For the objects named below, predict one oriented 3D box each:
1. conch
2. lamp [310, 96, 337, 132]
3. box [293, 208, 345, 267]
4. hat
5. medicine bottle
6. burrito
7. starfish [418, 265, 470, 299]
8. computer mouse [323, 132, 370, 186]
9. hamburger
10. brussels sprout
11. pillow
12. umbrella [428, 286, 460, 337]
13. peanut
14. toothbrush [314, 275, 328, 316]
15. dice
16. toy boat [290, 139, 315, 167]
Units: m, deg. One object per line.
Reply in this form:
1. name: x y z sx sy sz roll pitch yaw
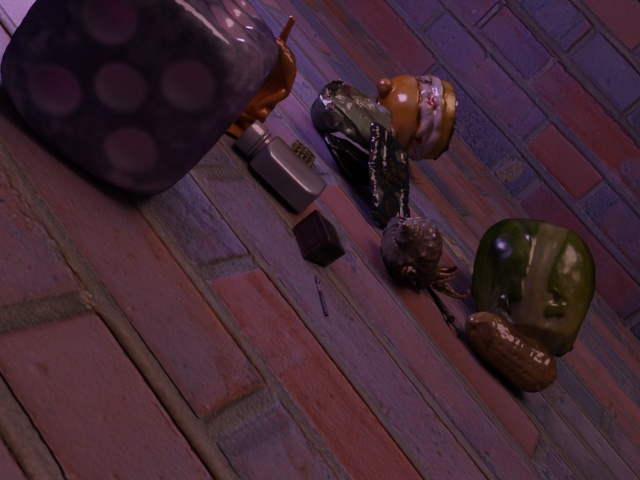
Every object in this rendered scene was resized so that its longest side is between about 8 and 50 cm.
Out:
1. conch: 0.192 0.022 1.552 0.207 0.130 0.155 60 10 -48
2. lamp: 0.026 -0.322 1.876 0.105 0.105 0.105 39 22 -20
3. box: 0.000 0.000 1.325 0.063 0.060 0.084 38 21 -43
4. hat: -0.136 -0.356 1.452 0.244 0.233 0.233 30 25 -39
5. medicine bottle: -0.076 -0.142 1.412 0.183 0.069 0.119 45 22 -7
6. burrito: 0.080 -0.298 1.798 0.229 0.089 0.143 24 60 -43
7. starfish: 0.260 0.062 1.675 0.190 0.074 0.146 51 9 9
8. computer mouse: 0.077 -0.186 1.795 0.192 0.062 0.105 35 24 -13
9. hamburger: 0.260 -0.375 2.223 0.237 0.276 0.276 8 34 -13
10. brussels sprout: 0.504 0.104 1.807 0.276 0.314 0.371 19 32 -7
11. pillow: 0.166 -0.140 1.771 0.189 0.034 0.255 28 58 -51
12. umbrella: 0.270 0.151 1.620 0.022 0.022 0.148 89 -22 -52
13. peanut: 0.407 0.238 1.614 0.236 0.110 0.120 37 43 -6
14. toothbrush: 0.003 0.091 1.232 0.008 0.006 0.097 37 23 -34
15. dice: -0.236 -0.247 1.011 0.270 0.271 0.270 40 22 -18
16. toy boat: -0.042 -0.183 1.622 0.063 0.016 0.115 42 22 -11
